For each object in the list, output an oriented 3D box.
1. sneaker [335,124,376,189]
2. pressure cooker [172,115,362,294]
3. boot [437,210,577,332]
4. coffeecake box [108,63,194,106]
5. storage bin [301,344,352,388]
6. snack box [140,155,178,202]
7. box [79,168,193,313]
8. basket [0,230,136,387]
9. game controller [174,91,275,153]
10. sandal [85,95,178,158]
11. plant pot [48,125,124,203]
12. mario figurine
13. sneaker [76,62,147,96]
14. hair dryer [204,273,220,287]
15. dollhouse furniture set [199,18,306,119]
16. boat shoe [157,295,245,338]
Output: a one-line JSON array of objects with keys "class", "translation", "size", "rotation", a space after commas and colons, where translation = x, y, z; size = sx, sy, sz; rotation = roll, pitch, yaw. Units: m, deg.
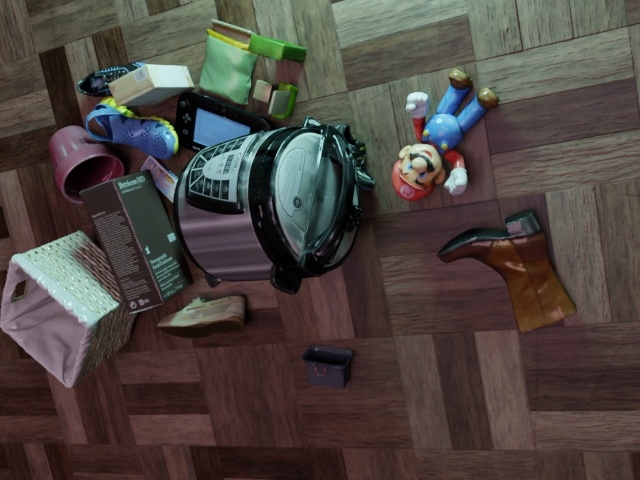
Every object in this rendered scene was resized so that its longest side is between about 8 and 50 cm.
[{"class": "sneaker", "translation": [0.089, -0.215, 1.682], "size": [0.078, 0.067, 0.188], "rotation": [-31, 86, 32]}, {"class": "pressure cooker", "translation": [-0.098, -0.089, 1.581], "size": [0.420, 0.375, 0.370], "rotation": [-4, 109, 38]}, {"class": "boot", "translation": [0.454, 0.095, 1.605], "size": [0.264, 0.096, 0.281], "rotation": [-22, 100, 18]}, {"class": "coffeecake box", "translation": [-0.466, -0.429, 1.807], "size": [0.142, 0.185, 0.068], "rotation": [-18, 95, 25]}, {"class": "storage bin", "translation": [0.021, 0.365, 1.837], "size": [0.135, 0.098, 0.091], "rotation": [3, 114, 23]}, {"class": "snack box", "translation": [-0.463, -0.177, 1.955], "size": [0.178, 0.022, 0.064], "rotation": [45, 116, 8]}, {"class": "box", "translation": [-0.534, -0.001, 1.919], "size": [0.143, 0.191, 0.382], "rotation": [-18, 99, 21]}, {"class": "basket", "translation": [-0.760, 0.205, 2.006], "size": [0.331, 0.266, 0.328], "rotation": [38, 127, 12]}, {"class": "game controller", "translation": [-0.270, -0.299, 1.819], "size": [0.319, 0.067, 0.167], "rotation": [23, 110, 18]}, {"class": "sandal", "translation": [-0.557, -0.311, 1.893], "size": [0.317, 0.138, 0.126], "rotation": [22, 125, 19]}, {"class": "plant pot", "translation": [-0.725, -0.242, 1.970], "size": [0.180, 0.201, 0.201], "rotation": [50, 116, 23]}, {"class": "mario figurine", "translation": [0.279, -0.232, 1.535], "size": [0.321, 0.170, 0.198], "rotation": [-58, 43, 15]}, {"class": "sneaker", "translation": [-0.609, -0.468, 1.913], "size": [0.232, 0.090, 0.082], "rotation": [-10, 98, 25]}, {"class": "hair dryer", "translation": [-0.308, -0.030, 1.910], "size": [0.223, 0.080, 0.294], "rotation": [-35, 93, 10]}, {"class": "dollhouse furniture set", "translation": [-0.215, -0.453, 1.712], "size": [0.301, 0.151, 0.198], "rotation": [22, 110, 18]}, {"class": "boat shoe", "translation": [-0.358, 0.228, 1.970], "size": [0.302, 0.109, 0.098], "rotation": [-12, 58, 26]}]
